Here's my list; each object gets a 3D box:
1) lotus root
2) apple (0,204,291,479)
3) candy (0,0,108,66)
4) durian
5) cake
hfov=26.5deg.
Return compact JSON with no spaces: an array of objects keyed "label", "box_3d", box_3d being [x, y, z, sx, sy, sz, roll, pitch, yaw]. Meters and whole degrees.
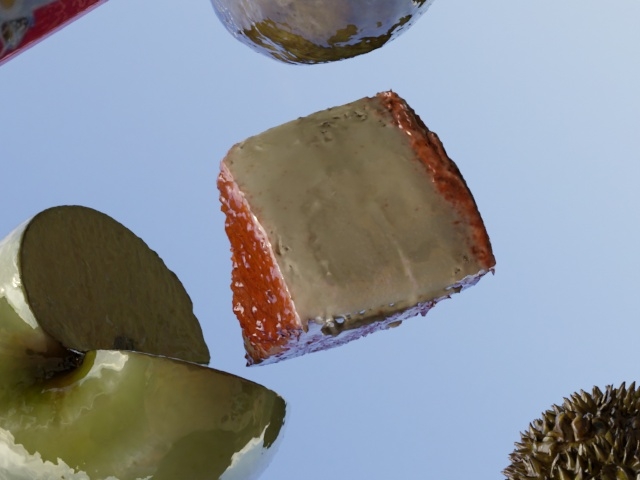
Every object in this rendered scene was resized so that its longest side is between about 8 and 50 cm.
[{"label":"lotus root","box_3d":[-0.001,-0.169,0.755,0.128,0.145,0.260,18,-178,-13]},{"label":"apple","box_3d":[-0.185,0.136,1.147,0.295,0.233,0.258,43,179,23]},{"label":"candy","box_3d":[-0.281,-0.211,1.062,0.157,0.100,0.306,29,-126,33]},{"label":"durian","box_3d":[0.387,0.335,1.609,0.384,0.347,0.347,50,-157,-20]},{"label":"cake","box_3d":[0.000,0.000,1.028,0.158,0.262,0.159,-18,-97,-18]}]
